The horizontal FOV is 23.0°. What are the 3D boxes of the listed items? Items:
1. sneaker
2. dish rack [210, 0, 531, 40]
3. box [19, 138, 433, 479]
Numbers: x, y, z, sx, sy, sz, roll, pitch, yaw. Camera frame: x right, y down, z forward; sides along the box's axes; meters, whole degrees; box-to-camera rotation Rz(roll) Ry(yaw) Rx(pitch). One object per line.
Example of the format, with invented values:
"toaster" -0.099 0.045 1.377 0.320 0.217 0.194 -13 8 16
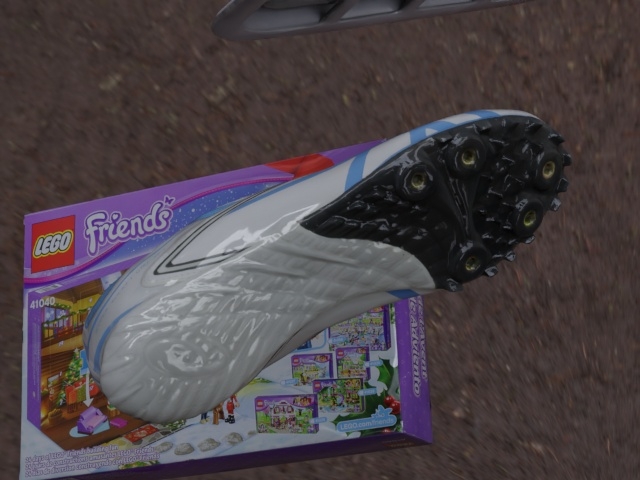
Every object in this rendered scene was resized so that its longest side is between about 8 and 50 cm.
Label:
"sneaker" 0.000 0.000 0.714 0.237 0.085 0.086 -26 32 -5
"dish rack" 0.108 -0.200 0.835 0.286 0.333 0.072 -11 84 -27
"box" -0.071 0.057 1.087 0.293 0.057 0.200 -10 71 23
